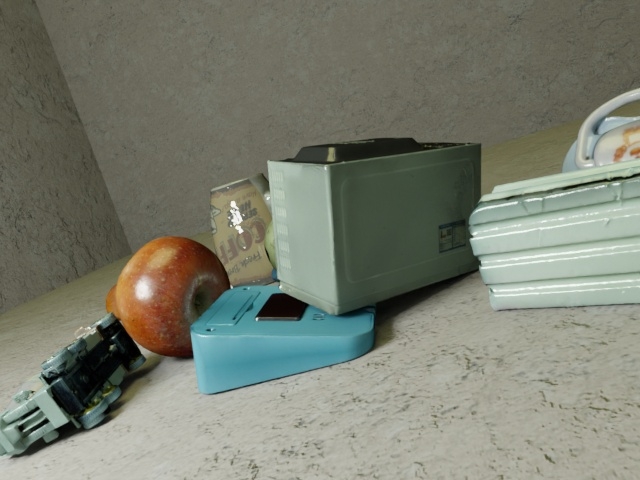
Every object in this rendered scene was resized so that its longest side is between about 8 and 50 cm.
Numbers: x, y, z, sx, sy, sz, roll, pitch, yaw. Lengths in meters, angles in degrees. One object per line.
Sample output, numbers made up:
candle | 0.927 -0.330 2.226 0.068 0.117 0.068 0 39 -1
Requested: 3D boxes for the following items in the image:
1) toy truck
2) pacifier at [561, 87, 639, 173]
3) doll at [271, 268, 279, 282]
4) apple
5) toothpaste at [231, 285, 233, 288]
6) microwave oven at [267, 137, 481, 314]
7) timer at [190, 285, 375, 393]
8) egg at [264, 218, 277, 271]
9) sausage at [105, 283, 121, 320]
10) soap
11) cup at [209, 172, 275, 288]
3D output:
toy truck | -0.374 0.211 0.819 0.140 0.108 0.256 -31 11 7
pacifier | 0.553 -0.124 0.901 0.279 0.227 0.207 -10 -28 41
doll | -0.068 0.069 1.239 0.083 0.050 0.076 -12 7 45
apple | -0.251 0.093 0.931 0.162 0.201 0.201 2 19 32
toothpaste | -0.254 0.124 1.298 0.071 0.045 0.193 -22 4 -23
microwave oven | 0.086 -0.038 0.855 0.295 0.237 0.181 -13 16 -32
timer | -0.041 0.133 0.807 0.250 0.091 0.232 -4 10 8
egg | 0.000 0.000 1.116 0.228 0.177 0.177 -9 8 -6
sausage | -0.415 0.125 1.396 0.259 0.113 0.113 -22 10 -25
soap | 0.313 -0.008 0.626 0.261 0.150 0.094 -9 16 42
cup | -0.139 -0.034 1.349 0.301 0.257 0.227 -10 14 31
